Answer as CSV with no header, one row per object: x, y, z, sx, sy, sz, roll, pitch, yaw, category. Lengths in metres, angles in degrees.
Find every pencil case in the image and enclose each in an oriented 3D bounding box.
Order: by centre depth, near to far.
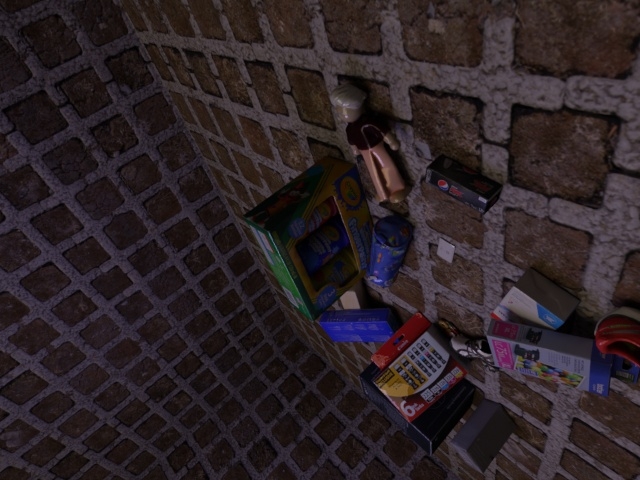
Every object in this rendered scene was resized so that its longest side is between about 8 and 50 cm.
0.222,0.046,1.388,0.119,0.133,0.306,45,158,24,pencil case

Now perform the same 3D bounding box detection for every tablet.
0.374,0.030,1.224,0.054,0.006,0.083,37,156,31,tablet

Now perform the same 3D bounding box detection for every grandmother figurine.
0.133,-0.260,1.105,0.208,0.104,0.342,1,131,53,grandmother figurine

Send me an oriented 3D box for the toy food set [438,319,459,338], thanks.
0.472,0.328,1.503,0.083,0.020,0.083,27,149,47,toy food set

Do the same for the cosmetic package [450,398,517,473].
0.633,0.752,1.590,0.127,0.238,0.107,51,162,-9,cosmetic package

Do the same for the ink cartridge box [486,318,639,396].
0.582,0.289,0.998,0.311,0.065,0.185,5,144,35,ink cartridge box

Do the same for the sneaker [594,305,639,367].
0.677,0.237,0.779,0.279,0.118,0.107,24,147,38,sneaker

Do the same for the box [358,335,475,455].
0.415,0.659,1.796,0.395,0.293,0.212,35,155,37,box

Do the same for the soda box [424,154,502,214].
0.331,-0.133,0.961,0.169,0.060,0.053,37,157,30,soda box

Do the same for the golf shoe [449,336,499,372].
0.529,0.358,1.387,0.198,0.077,0.093,21,130,46,golf shoe

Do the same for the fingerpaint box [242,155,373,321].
0.000,0.000,1.425,0.163,0.371,0.444,29,150,44,fingerpaint box

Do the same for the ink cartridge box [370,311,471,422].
0.362,0.479,1.577,0.272,0.309,0.130,45,-161,16,ink cartridge box

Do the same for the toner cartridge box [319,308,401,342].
0.182,0.395,1.892,0.348,0.075,0.165,-8,133,32,toner cartridge box

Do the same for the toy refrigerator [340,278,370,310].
0.156,0.280,1.914,0.094,0.102,0.269,3,137,22,toy refrigerator

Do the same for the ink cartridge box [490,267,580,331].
0.534,0.185,1.054,0.134,0.078,0.231,40,157,25,ink cartridge box
